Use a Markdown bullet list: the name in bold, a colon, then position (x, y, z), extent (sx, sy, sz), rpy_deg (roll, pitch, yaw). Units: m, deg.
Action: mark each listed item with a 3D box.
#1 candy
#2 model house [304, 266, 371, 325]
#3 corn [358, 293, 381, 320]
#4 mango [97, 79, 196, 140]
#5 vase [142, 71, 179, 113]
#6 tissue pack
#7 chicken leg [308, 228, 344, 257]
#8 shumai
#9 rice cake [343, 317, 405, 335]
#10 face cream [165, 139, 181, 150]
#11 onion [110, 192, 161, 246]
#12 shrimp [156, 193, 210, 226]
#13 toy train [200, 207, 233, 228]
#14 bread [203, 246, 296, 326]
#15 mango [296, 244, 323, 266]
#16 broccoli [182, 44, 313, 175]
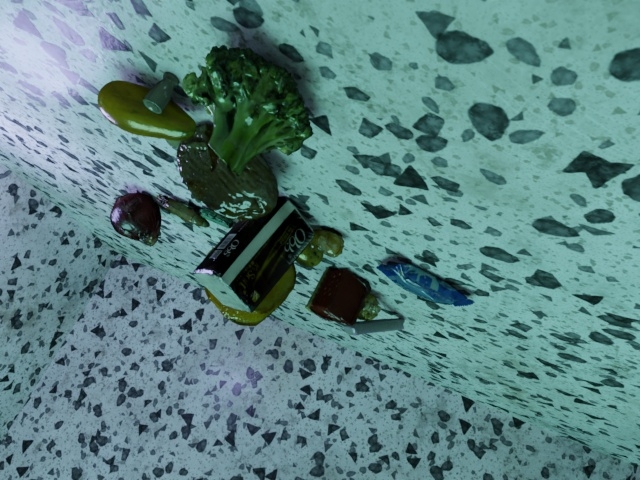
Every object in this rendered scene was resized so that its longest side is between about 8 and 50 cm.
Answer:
- **candy**: position (0.358, 0.157, 1.767), extent (0.331, 0.077, 0.187), rpy_deg (28, 168, -4)
- **model house**: position (0.051, 0.227, 2.143), extent (0.160, 0.196, 0.254), rpy_deg (39, 158, -32)
- **corn**: position (0.124, 0.272, 2.269), extent (0.347, 0.130, 0.130), rpy_deg (9, 155, 44)
- **mango**: position (-0.466, -0.342, 1.369), extent (0.316, 0.119, 0.176), rpy_deg (22, -158, 11)
- **vase**: position (-0.398, -0.373, 1.288), extent (0.053, 0.101, 0.053), rpy_deg (22, 159, 9)
- **tissue pack**: position (-0.221, 0.042, 1.692), extent (0.210, 0.370, 0.198), rpy_deg (6, 138, 50)
- **chicken leg**: position (-0.001, -0.002, 1.800), extent (0.207, 0.085, 0.101), rpy_deg (24, 177, 33)
- **shumai**: position (-0.235, -0.198, 1.531), extent (0.346, 0.217, 0.283), rpy_deg (33, -164, 18)
- **rice cake**: position (0.244, 0.377, 2.249), extent (0.365, 0.056, 0.072), rpy_deg (4, 177, -43)
- **face cream**: position (-0.403, -0.274, 1.593), extent (0.114, 0.070, 0.224), rpy_deg (43, 172, 33)
- **onion**: position (-0.870, -0.112, 2.382), extent (0.281, 0.221, 0.281), rpy_deg (30, 148, 21)
- **shrimp**: position (-0.595, -0.129, 2.219), extent (0.267, 0.061, 0.145), rpy_deg (25, -176, 3)
- **toy train**: position (-0.433, -0.096, 2.145), extent (0.148, 0.038, 0.071), rpy_deg (23, 163, 7)
- **bread**: position (-0.283, 0.139, 2.086), extent (0.398, 0.398, 0.215), rpy_deg (32, 148, -17)
- **mango**: position (-0.081, 0.031, 1.948), extent (0.195, 0.098, 0.137), rpy_deg (24, 165, 21)
- **broccoli**: position (-0.159, -0.256, 1.080), extent (0.288, 0.246, 0.248), rpy_deg (39, 167, -20)
